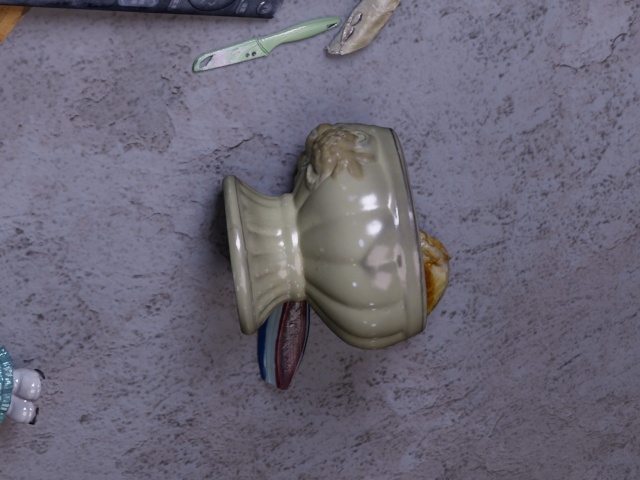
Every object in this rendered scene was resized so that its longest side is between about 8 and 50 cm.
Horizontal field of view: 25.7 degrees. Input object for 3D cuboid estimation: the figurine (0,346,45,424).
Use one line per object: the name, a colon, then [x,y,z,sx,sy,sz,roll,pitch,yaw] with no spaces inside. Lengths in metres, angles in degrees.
figurine: [-0.486,0.185,1.840,0.245,0.110,0.138,9,108,-35]

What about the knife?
knife: [-0.067,-0.253,1.803,0.207,0.014,0.030,-18,130,-13]

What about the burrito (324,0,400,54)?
burrito: [0.068,-0.296,1.823,0.055,0.041,0.149,26,111,-27]

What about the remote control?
remote control: [-0.201,-0.315,1.637,0.377,0.044,0.107,-3,131,-35]

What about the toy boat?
toy boat: [-0.048,0.123,2.061,0.080,0.046,0.229,-4,126,-20]

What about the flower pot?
flower pot: [0.000,0.000,1.848,0.244,0.307,0.307,-9,127,-3]

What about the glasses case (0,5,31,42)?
glasses case: [-0.357,-0.292,1.606,0.170,0.041,0.064,-46,140,10]

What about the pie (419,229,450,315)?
pie: [0.096,0.065,2.065,0.205,0.084,0.179,-38,131,6]
